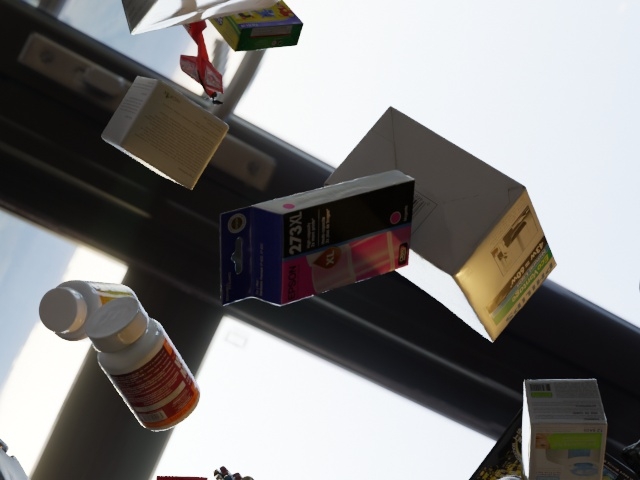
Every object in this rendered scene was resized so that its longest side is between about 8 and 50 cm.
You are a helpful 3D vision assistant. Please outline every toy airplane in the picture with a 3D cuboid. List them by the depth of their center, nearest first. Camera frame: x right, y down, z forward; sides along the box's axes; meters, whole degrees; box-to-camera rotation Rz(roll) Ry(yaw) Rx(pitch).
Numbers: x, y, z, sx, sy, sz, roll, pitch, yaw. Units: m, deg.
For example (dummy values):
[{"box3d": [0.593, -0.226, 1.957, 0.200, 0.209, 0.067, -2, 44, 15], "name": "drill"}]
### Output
[{"box3d": [-0.166, -0.257, 1.424, 0.028, 0.151, 0.151, -28, -175, -19], "name": "toy airplane"}]

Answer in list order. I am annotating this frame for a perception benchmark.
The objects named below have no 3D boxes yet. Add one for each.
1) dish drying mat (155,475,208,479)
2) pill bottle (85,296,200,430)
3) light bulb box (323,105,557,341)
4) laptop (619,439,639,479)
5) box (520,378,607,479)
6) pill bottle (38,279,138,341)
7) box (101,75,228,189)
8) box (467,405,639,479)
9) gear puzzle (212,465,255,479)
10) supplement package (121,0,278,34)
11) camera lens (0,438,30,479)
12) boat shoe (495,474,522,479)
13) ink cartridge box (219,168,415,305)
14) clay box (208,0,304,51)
[{"box3d": [-0.209, 0.367, 1.534, 0.008, 0.083, 0.032, 65, 27, -49], "name": "dish drying mat"}, {"box3d": [-0.301, 0.208, 1.742, 0.121, 0.221, 0.121, -18, -147, 12], "name": "pill bottle"}, {"box3d": [0.250, -0.029, 2.080, 0.358, 0.361, 0.225, 37, -97, 33], "name": "light bulb box"}, {"box3d": [0.550, 0.360, 1.412, 0.234, 0.264, 0.136, 51, -35, 27], "name": "laptop"}, {"box3d": [0.369, 0.322, 1.574, 0.103, 0.114, 0.203, -82, 170, -58], "name": "box"}, {"box3d": [-0.444, 0.135, 1.969, 0.117, 0.117, 0.215, -62, 162, 5], "name": "pill bottle"}, {"box3d": [-0.178, -0.123, 1.168, 0.087, 0.102, 0.101, -58, -154, -3], "name": "box"}, {"box3d": [0.472, 0.546, 1.980, 0.395, 0.097, 0.318, 35, -94, 35], "name": "box"}, {"box3d": [-0.029, 0.443, 1.366, 0.044, 0.339, 0.175, -34, -177, -10], "name": "gear puzzle"}, {"box3d": [-0.150, -0.407, 1.210, 0.199, 0.198, 0.262, 177, -102, -70], "name": "supplement package"}, {"box3d": [-0.386, 0.293, 0.907, 0.274, 0.219, 0.219, -29, -169, -12], "name": "camera lens"}, {"box3d": [0.314, 0.543, 1.690, 0.111, 0.104, 0.307, 8, -91, 30], "name": "boat shoe"}, {"box3d": [0.000, 0.000, 1.774, 0.069, 0.371, 0.175, 35, -48, 48], "name": "ink cartridge box"}, {"box3d": [-0.140, -0.409, 1.752, 0.222, 0.127, 0.053, 53, -41, 31], "name": "clay box"}]
